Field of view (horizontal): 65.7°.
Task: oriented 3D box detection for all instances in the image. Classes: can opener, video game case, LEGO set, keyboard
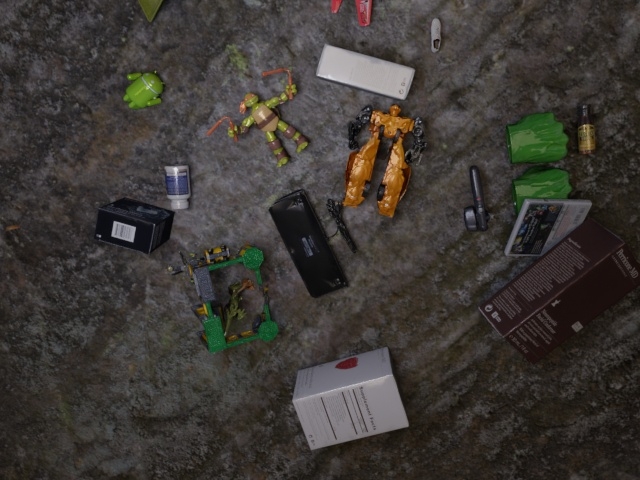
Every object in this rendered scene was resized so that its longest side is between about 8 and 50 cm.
[{"bbox_3d":[0.429,-0.113,1.353,0.073,0.059,0.185,-7,104,6],"label":"can opener"},{"bbox_3d":[0.607,-0.032,1.334,0.174,0.022,0.190,1,132,-3],"label":"video game case"},{"bbox_3d":[-0.271,0.156,1.432,0.255,0.192,0.330,-24,107,-21],"label":"LEGO set"},{"bbox_3d":[0.000,0.000,1.421,0.202,0.033,0.316,-22,103,15],"label":"keyboard"}]

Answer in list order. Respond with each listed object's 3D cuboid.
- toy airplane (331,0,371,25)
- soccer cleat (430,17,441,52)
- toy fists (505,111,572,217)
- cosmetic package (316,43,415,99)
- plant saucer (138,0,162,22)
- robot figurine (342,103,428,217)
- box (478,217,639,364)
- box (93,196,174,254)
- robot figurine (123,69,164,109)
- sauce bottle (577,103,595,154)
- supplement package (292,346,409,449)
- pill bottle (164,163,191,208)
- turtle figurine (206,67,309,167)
[{"bbox_3d":[0.085,-0.617,1.257,0.152,0.028,0.151,1,103,3],"label":"toy airplane"},{"bbox_3d":[0.296,-0.524,1.265,0.029,0.035,0.083,1,105,3],"label":"soccer cleat"},{"bbox_3d":[0.577,-0.196,1.307,0.143,0.096,0.278,-8,106,14],"label":"toy fists"},{"bbox_3d":[0.112,-0.425,1.261,0.231,0.117,0.085,16,104,-2],"label":"cosmetic package"},{"bbox_3d":[-0.426,-0.668,1.218,0.045,0.188,0.188,-32,103,-28],"label":"plant saucer"},{"bbox_3d":[0.162,-0.220,1.327,0.211,0.085,0.290,14,105,-1],"label":"robot figurine"},{"bbox_3d":[0.649,0.144,1.339,0.381,0.143,0.191,-44,122,11],"label":"box"},{"bbox_3d":[-0.511,-0.044,1.372,0.156,0.158,0.093,16,105,-1],"label":"box"},{"bbox_3d":[-0.470,-0.401,1.324,0.115,0.067,0.101,-36,88,11],"label":"robot figurine"},{"bbox_3d":[0.696,-0.291,1.301,0.042,0.042,0.128,-11,103,6],"label":"sauce bottle"},{"bbox_3d":[0.089,0.459,1.459,0.293,0.177,0.175,-17,103,7],"label":"supplement package"},{"bbox_3d":[-0.398,-0.151,1.385,0.067,0.067,0.120,0,104,3],"label":"pill bottle"},{"bbox_3d":[-0.147,-0.306,1.321,0.270,0.087,0.217,-38,107,3],"label":"turtle figurine"}]
